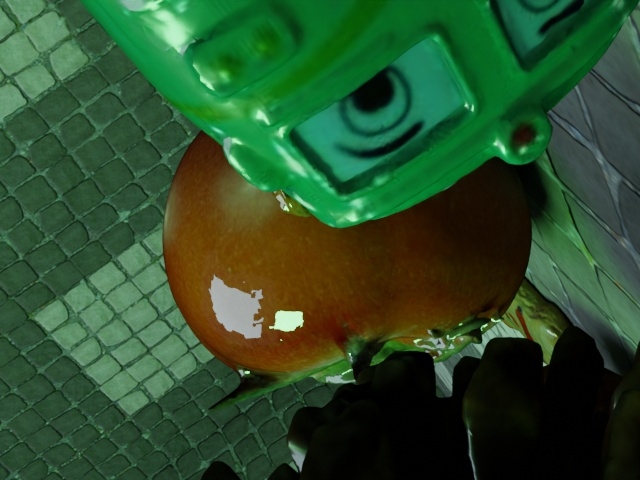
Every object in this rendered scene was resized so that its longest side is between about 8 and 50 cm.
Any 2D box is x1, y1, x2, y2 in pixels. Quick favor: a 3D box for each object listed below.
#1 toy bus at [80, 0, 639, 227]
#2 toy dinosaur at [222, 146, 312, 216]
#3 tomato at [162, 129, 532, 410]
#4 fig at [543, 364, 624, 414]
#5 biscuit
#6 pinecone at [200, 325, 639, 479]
[{"bbox_3d":[-0.023,-0.149,0.503,0.199,0.183,0.343,52,180,-33],"label":"toy bus"},{"bbox_3d":[-0.056,-0.231,0.745,0.208,0.097,0.432,-39,-65,-68],"label":"toy dinosaur"},{"bbox_3d":[0.018,-0.004,0.875,0.256,0.255,0.225,66,-173,-77],"label":"tomato"},{"bbox_3d":[0.223,0.198,0.950,0.207,0.175,0.175,41,-179,-13],"label":"fig"},{"bbox_3d":[0.174,0.047,1.179,0.234,0.030,0.153,53,175,38],"label":"biscuit"},{"bbox_3d":[0.089,0.223,0.563,0.398,0.397,0.398,55,178,3],"label":"pinecone"}]
